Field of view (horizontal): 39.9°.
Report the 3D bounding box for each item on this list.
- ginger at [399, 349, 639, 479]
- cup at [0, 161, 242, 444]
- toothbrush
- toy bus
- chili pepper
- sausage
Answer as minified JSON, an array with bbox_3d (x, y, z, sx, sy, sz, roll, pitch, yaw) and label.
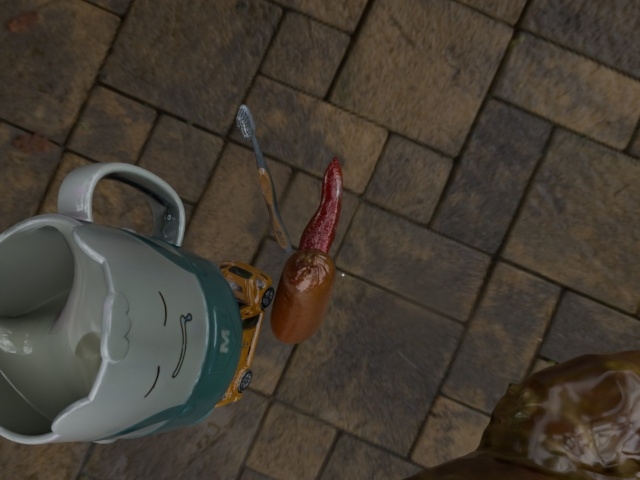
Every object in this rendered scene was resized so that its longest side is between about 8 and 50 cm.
[{"bbox_3d":[0.183,0.226,0.479,0.357,0.152,0.274,46,60,9],"label":"ginger"},{"bbox_3d":[-0.215,0.065,0.923,0.219,0.258,0.289,-2,80,30],"label":"cup"},{"bbox_3d":[-0.085,-0.086,1.392,0.023,0.321,0.031,6,52,20],"label":"toothbrush"},{"bbox_3d":[-0.134,0.129,1.221,0.083,0.088,0.194,22,106,23],"label":"toy bus"},{"bbox_3d":[0.000,0.000,1.328,0.059,0.051,0.267,22,81,-37],"label":"chili pepper"},{"bbox_3d":[-0.024,0.075,1.160,0.076,0.197,0.076,4,58,-7],"label":"sausage"}]
